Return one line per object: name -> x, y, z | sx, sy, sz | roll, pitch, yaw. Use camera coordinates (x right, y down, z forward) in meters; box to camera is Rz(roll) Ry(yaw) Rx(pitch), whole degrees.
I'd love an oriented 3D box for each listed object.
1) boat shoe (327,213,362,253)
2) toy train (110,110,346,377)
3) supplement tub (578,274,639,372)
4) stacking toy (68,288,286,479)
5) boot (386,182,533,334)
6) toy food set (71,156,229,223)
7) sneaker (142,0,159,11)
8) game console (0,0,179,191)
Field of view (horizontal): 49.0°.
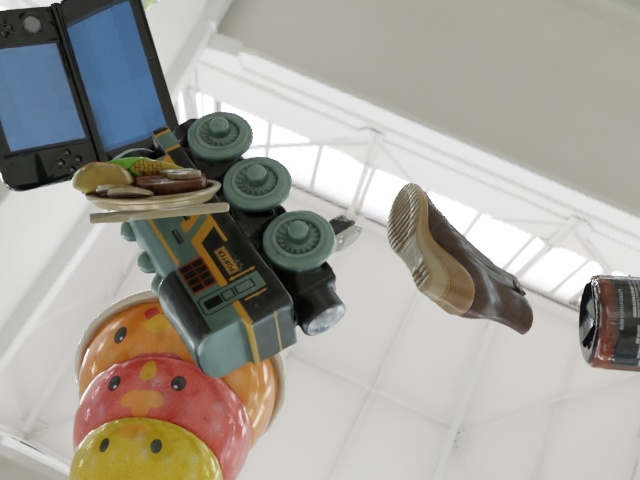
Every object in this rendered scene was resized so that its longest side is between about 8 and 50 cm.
boat shoe -> 0.000, 0.000, 0.898 | 0.125, 0.046, 0.038 | -29, -119, -36
toy train -> -0.116, -0.008, 0.789 | 0.190, 0.142, 0.334 | -27, -120, -19
supplement tub -> 0.389, 0.094, 0.755 | 0.198, 0.106, 0.106 | 4, -113, 9
stacking toy -> -0.230, 0.317, 0.991 | 0.350, 0.351, 0.480 | 7, -154, -3
boot -> 0.215, 0.029, 1.097 | 0.207, 0.090, 0.248 | 22, -143, -27
toy food set -> -0.158, -0.055, 0.642 | 0.132, 0.192, 0.038 | -7, -76, -20
sneaker -> -0.415, -0.583, 1.559 | 0.126, 0.091, 0.240 | 21, -153, -11
game console -> -0.401, -0.252, 1.115 | 0.250, 0.173, 0.293 | -19, -85, -34
